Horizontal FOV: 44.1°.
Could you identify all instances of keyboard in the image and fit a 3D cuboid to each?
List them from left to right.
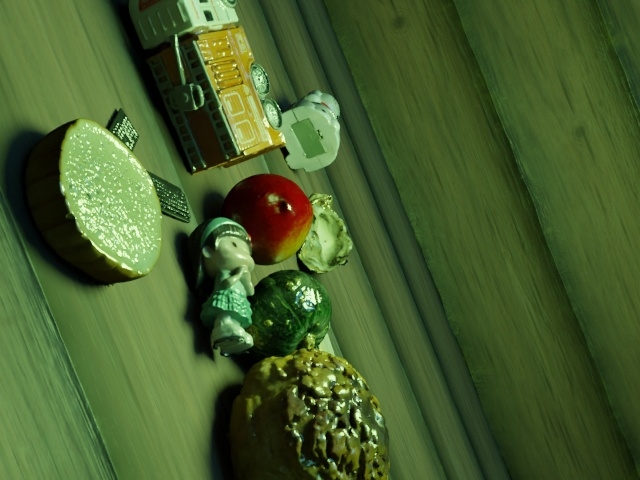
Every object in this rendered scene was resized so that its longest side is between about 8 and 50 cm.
[{"bbox_3d":[-0.330,-0.144,1.272,0.198,0.010,0.064,-86,152,-54],"label":"keyboard"},{"bbox_3d":[-0.275,-0.084,1.351,0.196,0.015,0.074,34,41,-68],"label":"keyboard"}]

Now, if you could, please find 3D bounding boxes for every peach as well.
[{"bbox_3d":[-0.104,-0.046,1.544,0.197,0.197,0.197,56,21,-35],"label":"peach"}]

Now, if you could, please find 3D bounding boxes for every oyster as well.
[{"bbox_3d":[-0.006,-0.002,1.998,0.166,0.094,0.294,46,32,-10],"label":"oyster"}]

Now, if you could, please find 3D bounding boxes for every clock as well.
[{"bbox_3d":[-0.022,-0.322,2.144,0.189,0.188,0.254,61,20,-25],"label":"clock"}]

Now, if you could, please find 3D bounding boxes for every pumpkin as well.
[{"bbox_3d":[-0.063,0.143,1.450,0.146,0.190,0.190,35,-13,47],"label":"pumpkin"}]

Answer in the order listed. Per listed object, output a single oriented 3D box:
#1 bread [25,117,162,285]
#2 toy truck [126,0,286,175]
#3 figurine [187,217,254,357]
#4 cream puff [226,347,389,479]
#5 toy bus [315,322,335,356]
[{"bbox_3d":[-0.311,-0.051,1.109,0.236,0.070,0.236,52,27,-41],"label":"bread"},{"bbox_3d":[-0.228,-0.329,1.533,0.207,0.173,0.388,-38,109,-63],"label":"toy truck"},{"bbox_3d":[-0.163,0.078,1.370,0.138,0.110,0.246,58,21,-60],"label":"figurine"},{"bbox_3d":[-0.001,0.347,1.326,0.327,0.231,0.343,39,34,-64],"label":"cream puff"},{"bbox_3d":[-0.023,0.247,1.596,0.138,0.097,0.343,18,52,-66],"label":"toy bus"}]
